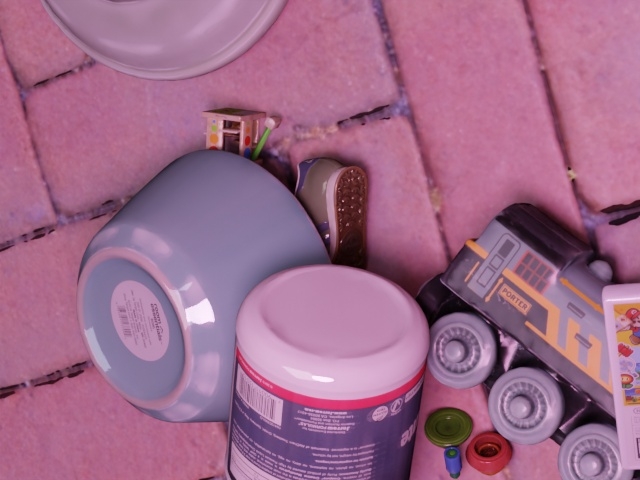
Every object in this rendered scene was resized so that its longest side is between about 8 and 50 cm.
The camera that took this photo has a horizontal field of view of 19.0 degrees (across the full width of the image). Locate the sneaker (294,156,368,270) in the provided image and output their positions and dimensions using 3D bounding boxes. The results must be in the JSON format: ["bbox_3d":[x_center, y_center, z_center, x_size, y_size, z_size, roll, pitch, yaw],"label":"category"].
[{"bbox_3d":[0.000,0.000,2.059,0.086,0.064,0.192,26,118,43],"label":"sneaker"}]

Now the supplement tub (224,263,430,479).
[{"bbox_3d":[0.003,0.178,1.916,0.191,0.191,0.272,25,129,25],"label":"supplement tub"}]

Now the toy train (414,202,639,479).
[{"bbox_3d":[0.248,0.114,1.885,0.334,0.142,0.190,39,106,19],"label":"toy train"}]

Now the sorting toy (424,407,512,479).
[{"bbox_3d":[0.153,0.222,2.010,0.102,0.061,0.042,27,145,32],"label":"sorting toy"}]

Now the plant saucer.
[{"bbox_3d":[-0.200,-0.371,2.090,0.400,0.100,0.400,6,102,30],"label":"plant saucer"}]

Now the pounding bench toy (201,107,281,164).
[{"bbox_3d":[-0.083,-0.107,2.090,0.083,0.052,0.065,9,103,30],"label":"pounding bench toy"}]

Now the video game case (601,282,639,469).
[{"bbox_3d":[0.375,0.118,1.716,0.227,0.026,0.206,-4,126,11],"label":"video game case"}]

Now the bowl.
[{"bbox_3d":[-0.145,0.072,2.051,0.311,0.163,0.311,20,120,38],"label":"bowl"}]
